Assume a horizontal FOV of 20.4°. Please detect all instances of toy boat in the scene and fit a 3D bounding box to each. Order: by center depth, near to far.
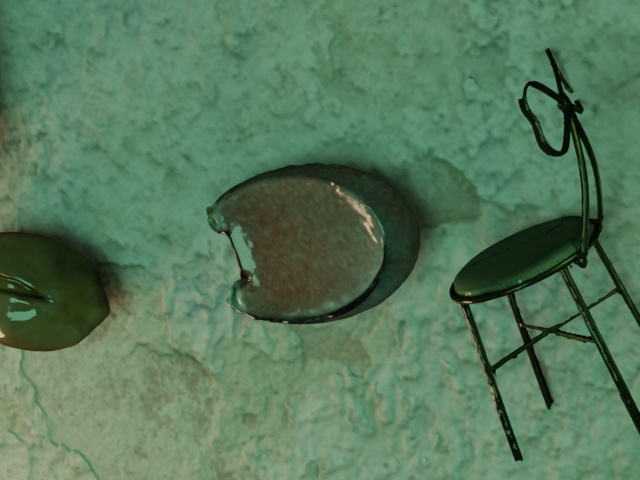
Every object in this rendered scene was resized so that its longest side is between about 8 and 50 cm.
[{"bbox_3d":[0.000,0.000,1.704,0.227,0.085,0.155,-9,96,38],"label":"toy boat"}]

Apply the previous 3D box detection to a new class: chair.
[{"bbox_3d":[0.192,0.015,1.573,0.170,0.160,0.325,-19,104,27],"label":"chair"}]

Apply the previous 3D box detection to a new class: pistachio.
[{"bbox_3d":[-0.304,0.052,1.830,0.185,0.124,0.124,18,115,35],"label":"pistachio"}]
